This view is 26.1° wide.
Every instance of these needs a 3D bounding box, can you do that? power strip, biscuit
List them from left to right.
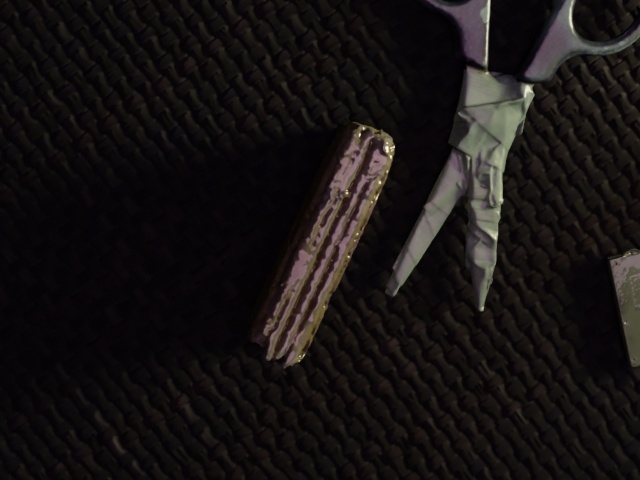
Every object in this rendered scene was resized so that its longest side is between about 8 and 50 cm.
[{"bbox_3d":[0.000,0.000,1.310,0.062,0.108,0.239,24,96,-4],"label":"biscuit"},{"bbox_3d":[0.322,0.073,1.384,0.051,0.019,0.136,-15,98,-3],"label":"power strip"}]

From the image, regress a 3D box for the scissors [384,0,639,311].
[{"bbox_3d":[0.158,-0.117,1.345,0.256,0.029,0.383,17,97,-5],"label":"scissors"}]
